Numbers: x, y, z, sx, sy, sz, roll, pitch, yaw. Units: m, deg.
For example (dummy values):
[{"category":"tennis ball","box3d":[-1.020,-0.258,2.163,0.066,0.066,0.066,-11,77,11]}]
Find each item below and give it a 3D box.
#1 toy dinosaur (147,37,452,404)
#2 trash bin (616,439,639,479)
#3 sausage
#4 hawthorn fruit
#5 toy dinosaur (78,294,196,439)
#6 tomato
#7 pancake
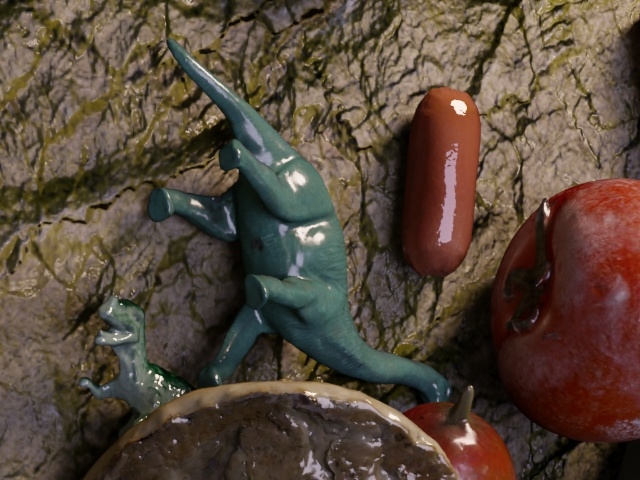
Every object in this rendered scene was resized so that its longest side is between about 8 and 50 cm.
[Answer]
[{"category":"toy dinosaur","box3d":[0.000,0.000,1.554,0.331,0.129,0.383,-3,82,-51]},{"category":"trash bin","box3d":[0.421,0.325,1.676,0.280,0.280,0.432,39,61,-26]},{"category":"sausage","box3d":[0.122,-0.059,1.632,0.077,0.077,0.194,9,84,-33]},{"category":"hawthorn fruit","box3d":[0.103,0.241,1.520,0.199,0.199,0.251,-7,121,-33]},{"category":"toy dinosaur","box3d":[-0.129,0.216,1.474,0.129,0.076,0.383,-42,124,-19]},{"category":"tomato","box3d":[0.300,0.071,1.619,0.227,0.270,0.270,18,79,-14]},{"category":"pancake","box3d":[-0.037,0.288,1.412,0.387,0.082,0.387,1,112,2]}]
